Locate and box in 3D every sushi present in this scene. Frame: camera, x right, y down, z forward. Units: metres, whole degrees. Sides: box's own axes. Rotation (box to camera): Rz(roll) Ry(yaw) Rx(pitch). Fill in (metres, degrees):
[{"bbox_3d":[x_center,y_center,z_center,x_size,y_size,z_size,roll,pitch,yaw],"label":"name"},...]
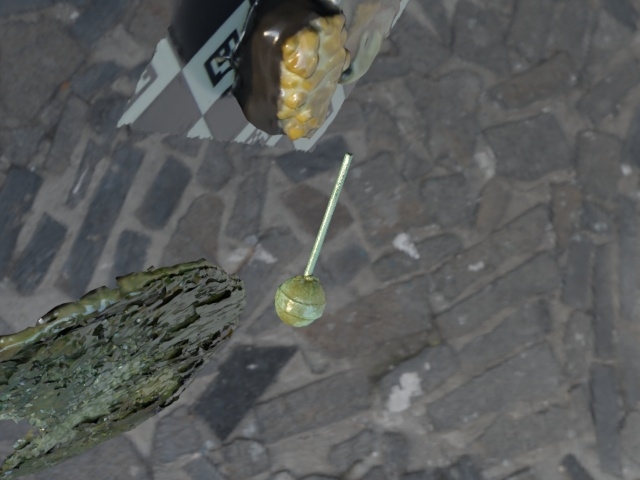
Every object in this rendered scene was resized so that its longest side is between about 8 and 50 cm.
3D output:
[{"bbox_3d":[0.043,-0.159,0.584,0.050,0.264,0.290,36,104,17],"label":"sushi"}]

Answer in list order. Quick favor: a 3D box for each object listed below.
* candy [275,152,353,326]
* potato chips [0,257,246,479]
[{"bbox_3d":[0.000,0.000,1.198,0.061,0.061,0.202,11,109,-23],"label":"candy"},{"bbox_3d":[-0.132,0.083,0.600,0.202,0.220,0.029,-23,69,-31],"label":"potato chips"}]
